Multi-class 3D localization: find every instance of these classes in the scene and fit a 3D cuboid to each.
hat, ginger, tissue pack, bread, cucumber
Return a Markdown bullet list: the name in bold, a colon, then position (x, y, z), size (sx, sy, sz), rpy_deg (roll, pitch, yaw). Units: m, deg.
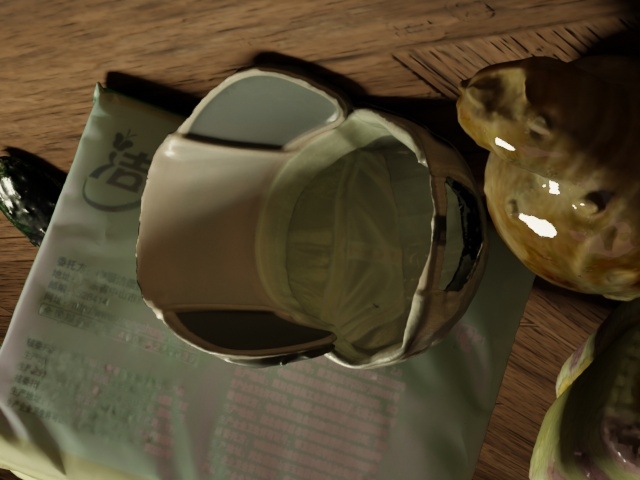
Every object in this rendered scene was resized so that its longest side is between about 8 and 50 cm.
- **hat**: position (-0.009, -0.001, 1.198), size (0.275, 0.232, 0.161), rpy_deg (1, 161, 8)
- **ginger**: position (0.234, -0.009, 1.016), size (0.375, 0.176, 0.256), rpy_deg (27, 176, -25)
- **tissue pack**: position (-0.055, 0.096, 1.353), size (0.404, 0.332, 0.205), rpy_deg (19, 167, -1)
- **bread**: position (0.301, 0.167, 1.447), size (0.155, 0.187, 0.338), rpy_deg (20, 161, 3)
- **cucumber**: position (-0.246, 0.001, 1.673), size (0.303, 0.081, 0.072), rpy_deg (35, -175, -42)
